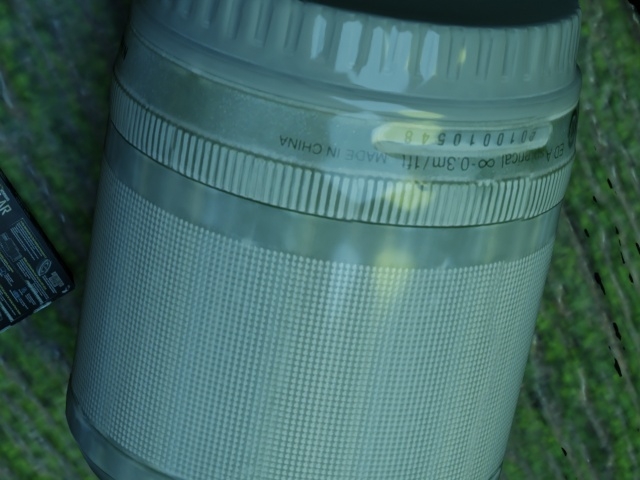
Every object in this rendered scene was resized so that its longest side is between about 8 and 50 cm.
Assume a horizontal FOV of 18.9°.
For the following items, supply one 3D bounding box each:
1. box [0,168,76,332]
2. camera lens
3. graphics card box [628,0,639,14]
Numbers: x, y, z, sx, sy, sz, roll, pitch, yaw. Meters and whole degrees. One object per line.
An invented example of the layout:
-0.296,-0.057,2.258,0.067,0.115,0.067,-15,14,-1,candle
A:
-0.177,0.007,0.994,0.067,0.018,0.083,-31,116,1,box
0.000,0.000,0.920,0.219,0.219,0.274,5,112,-15,camera lens
0.295,-0.245,0.955,0.371,0.094,0.233,-40,115,4,graphics card box
